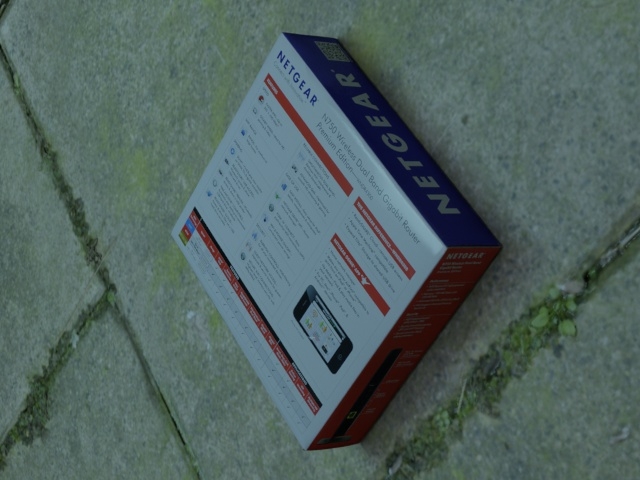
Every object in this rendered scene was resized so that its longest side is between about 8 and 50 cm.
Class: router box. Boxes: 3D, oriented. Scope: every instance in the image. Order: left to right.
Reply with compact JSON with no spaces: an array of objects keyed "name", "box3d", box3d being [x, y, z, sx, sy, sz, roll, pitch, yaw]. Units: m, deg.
[{"name":"router box","box3d":[0.000,0.000,1.421,0.335,0.082,0.301,56,129,32]}]
